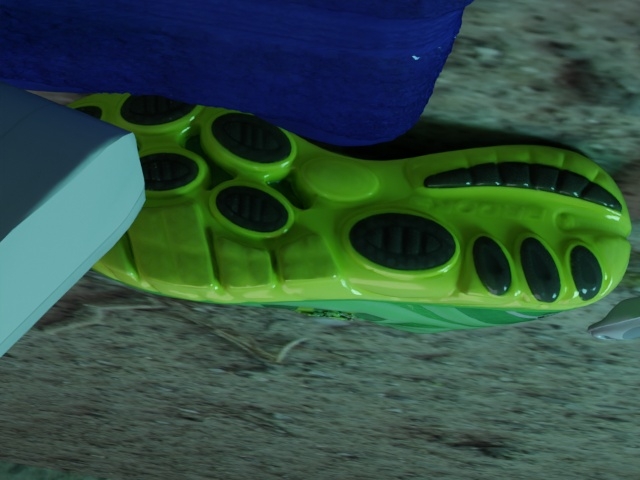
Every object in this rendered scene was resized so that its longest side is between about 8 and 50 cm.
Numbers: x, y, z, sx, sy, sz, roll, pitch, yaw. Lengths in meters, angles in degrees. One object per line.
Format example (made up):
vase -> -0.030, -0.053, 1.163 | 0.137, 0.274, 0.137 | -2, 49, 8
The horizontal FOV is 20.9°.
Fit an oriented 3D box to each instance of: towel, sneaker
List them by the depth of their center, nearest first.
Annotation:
towel -> -0.051, -0.119, 0.563 | 0.228, 0.076, 0.308 | 8, 166, -6
sneaker -> 0.000, 0.000, 0.860 | 0.296, 0.109, 0.123 | 10, 160, -2

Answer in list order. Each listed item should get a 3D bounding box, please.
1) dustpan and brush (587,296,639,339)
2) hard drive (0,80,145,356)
dustpan and brush -> 0.216, 0.014, 0.868 | 0.147, 0.060, 0.211 | 21, 160, -35
hard drive -> -0.270, -0.013, 0.599 | 0.353, 0.233, 0.047 | 22, 141, 26
